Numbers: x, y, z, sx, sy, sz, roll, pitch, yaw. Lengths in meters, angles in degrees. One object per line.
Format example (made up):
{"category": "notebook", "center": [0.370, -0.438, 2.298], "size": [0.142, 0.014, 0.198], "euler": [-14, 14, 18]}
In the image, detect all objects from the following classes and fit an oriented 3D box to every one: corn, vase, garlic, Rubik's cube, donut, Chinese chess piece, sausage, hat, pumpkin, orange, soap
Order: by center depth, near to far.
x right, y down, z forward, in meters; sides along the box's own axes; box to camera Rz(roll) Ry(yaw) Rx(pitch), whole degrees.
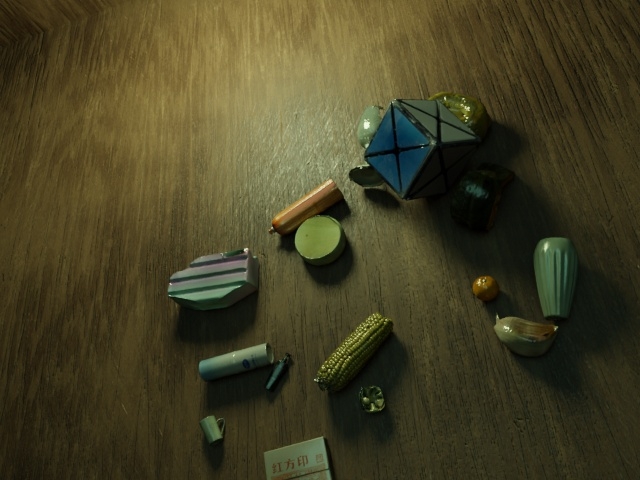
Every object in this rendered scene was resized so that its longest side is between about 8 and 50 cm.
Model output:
{"category": "garlic", "center": [0.602, 0.276, 1.636], "size": [0.198, 0.090, 0.128], "euler": [15, 54, 32]}
{"category": "vase", "center": [0.717, 0.120, 1.650], "size": [0.129, 0.128, 0.247], "euler": [1, 73, 20]}
{"category": "hat", "center": [0.158, 0.496, 1.681], "size": [0.076, 0.059, 0.077], "euler": [-9, 65, -3]}
{"category": "orange", "center": [0.525, 0.151, 1.720], "size": [0.084, 0.083, 0.083], "euler": [-8, 61, 15]}
{"category": "corn", "center": [0.110, 0.361, 1.739], "size": [0.115, 0.115, 0.318], "euler": [38, 80, 31]}
{"category": "pumpkin", "center": [0.558, -0.148, 1.864], "size": [0.139, 0.189, 0.281], "euler": [22, 30, 28]}
{"category": "Rubik's cube", "center": [0.347, -0.313, 1.867], "size": [0.255, 0.259, 0.260], "euler": [-12, 55, -38]}
{"category": "Chinese chess piece", "center": [0.000, 0.000, 1.984], "size": [0.189, 0.083, 0.188], "euler": [-8, 65, 17]}
{"category": "donut", "center": [0.492, -0.441, 2.012], "size": [0.262, 0.128, 0.208], "euler": [18, 71, 28]}
{"category": "soap", "center": [-0.400, 0.155, 2.022], "size": [0.324, 0.109, 0.192], "euler": [-10, 61, 14]}
{"category": "sausage", "center": [-0.064, -0.115, 2.058], "size": [0.312, 0.093, 0.093], "euler": [-34, 58, 1]}

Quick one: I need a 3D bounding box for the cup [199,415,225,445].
{"category": "cup", "center": [-0.354, 0.631, 1.800], "size": [0.054, 0.075, 0.083], "euler": [-53, 55, 32]}

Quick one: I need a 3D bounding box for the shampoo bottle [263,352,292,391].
{"category": "shampoo bottle", "center": [-0.143, 0.442, 1.830], "size": [0.048, 0.027, 0.137], "euler": [26, 74, 15]}

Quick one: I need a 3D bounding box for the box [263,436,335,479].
{"category": "box", "center": [-0.043, 0.791, 1.599], "size": [0.205, 0.051, 0.364], "euler": [-19, 59, 10]}

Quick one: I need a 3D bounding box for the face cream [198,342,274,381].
{"category": "face cream", "center": [-0.290, 0.420, 1.864], "size": [0.250, 0.077, 0.077], "euler": [-17, 59, 10]}

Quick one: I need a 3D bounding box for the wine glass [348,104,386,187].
{"category": "wine glass", "center": [0.196, -0.365, 2.070], "size": [0.144, 0.143, 0.320], "euler": [1, 64, 20]}
